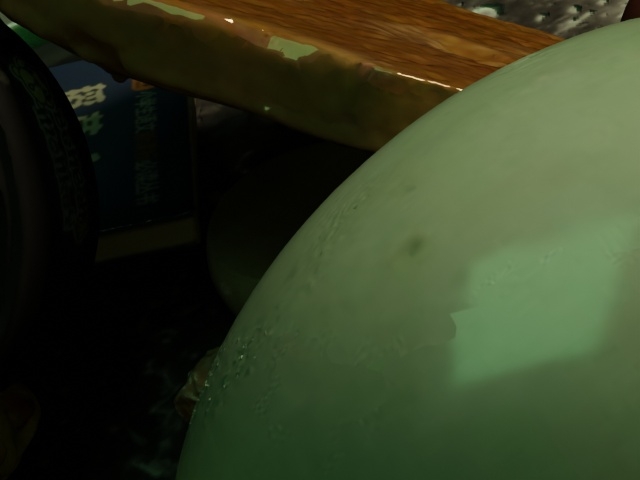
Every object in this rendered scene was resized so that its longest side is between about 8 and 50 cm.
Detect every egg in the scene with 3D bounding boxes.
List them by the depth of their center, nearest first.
[{"bbox_3d":[0.115,0.066,0.559,0.389,0.276,0.276,-39,40,-11],"label":"egg"}]

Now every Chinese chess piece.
[{"bbox_3d":[0.000,0.000,0.872,0.144,0.058,0.144,-13,40,11],"label":"Chinese chess piece"}]

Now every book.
[{"bbox_3d":[-0.296,-0.035,1.000,0.428,0.039,0.300,-13,30,0],"label":"book"}]

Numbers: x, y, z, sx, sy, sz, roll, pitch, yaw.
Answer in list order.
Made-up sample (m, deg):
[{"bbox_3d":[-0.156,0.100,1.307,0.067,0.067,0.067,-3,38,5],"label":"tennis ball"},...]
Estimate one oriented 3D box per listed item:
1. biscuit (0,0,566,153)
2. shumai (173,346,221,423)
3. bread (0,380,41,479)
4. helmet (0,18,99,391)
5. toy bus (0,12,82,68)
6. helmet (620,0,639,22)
[{"bbox_3d":[-0.002,-0.117,0.836,0.365,0.062,0.385,19,17,17],"label":"biscuit"},{"bbox_3d":[0.013,0.091,0.718,0.146,0.145,0.116,-27,57,-5],"label":"shumai"},{"bbox_3d":[-0.323,0.088,0.917,0.368,0.077,0.084,11,51,36],"label":"bread"},{"bbox_3d":[-0.226,-0.034,0.783,0.231,0.278,0.160,-14,-4,24],"label":"helmet"},{"bbox_3d":[-0.217,-0.226,1.181,0.276,0.133,0.164,-26,38,-3],"label":"toy bus"},{"bbox_3d":[0.238,-0.121,0.856,0.155,0.106,0.175,24,62,44],"label":"helmet"}]
